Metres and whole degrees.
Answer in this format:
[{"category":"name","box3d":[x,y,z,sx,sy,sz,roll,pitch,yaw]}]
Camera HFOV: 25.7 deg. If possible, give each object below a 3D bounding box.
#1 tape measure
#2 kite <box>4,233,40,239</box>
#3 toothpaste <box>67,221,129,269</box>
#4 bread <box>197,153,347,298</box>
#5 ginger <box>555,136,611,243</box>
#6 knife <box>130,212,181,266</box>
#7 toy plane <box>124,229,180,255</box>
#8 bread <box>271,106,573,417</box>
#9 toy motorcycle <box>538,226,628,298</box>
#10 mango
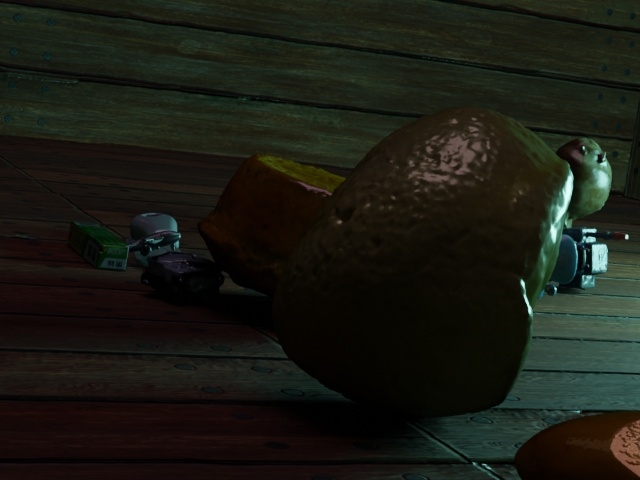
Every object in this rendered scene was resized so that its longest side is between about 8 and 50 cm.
[{"category":"tape measure","box3d":[-0.172,0.046,1.759,0.091,0.054,0.094,21,16,35]},{"category":"kite","box3d":[-0.435,-0.005,2.034,0.044,0.002,0.078,11,7,19]},{"category":"toothpaste","box3d":[-0.313,0.006,1.961,0.043,0.037,0.178,8,8,-24]},{"category":"bread","box3d":[0.001,0.000,1.766,0.312,0.172,0.312,21,5,-2]},{"category":"ginger","box3d":[0.303,-0.050,2.375,0.375,0.256,0.176,-5,43,2]},{"category":"knife","box3d":[-0.230,0.014,2.012,0.080,0.044,0.331,-1,14,-13]},{"category":"toy plane","box3d":[-0.235,0.004,1.951,0.083,0.031,0.078,-7,-6,-14]},{"category":"bread","box3d":[0.097,0.020,1.339,0.237,0.320,0.320,27,7,-5]},{"category":"toy motorcycle","box3d":[0.356,0.027,2.196,0.272,0.123,0.182,-1,2,-44]},{"category":"mango","box3d":[0.255,0.186,1.063,0.217,0.102,0.141,7,31,13]}]
